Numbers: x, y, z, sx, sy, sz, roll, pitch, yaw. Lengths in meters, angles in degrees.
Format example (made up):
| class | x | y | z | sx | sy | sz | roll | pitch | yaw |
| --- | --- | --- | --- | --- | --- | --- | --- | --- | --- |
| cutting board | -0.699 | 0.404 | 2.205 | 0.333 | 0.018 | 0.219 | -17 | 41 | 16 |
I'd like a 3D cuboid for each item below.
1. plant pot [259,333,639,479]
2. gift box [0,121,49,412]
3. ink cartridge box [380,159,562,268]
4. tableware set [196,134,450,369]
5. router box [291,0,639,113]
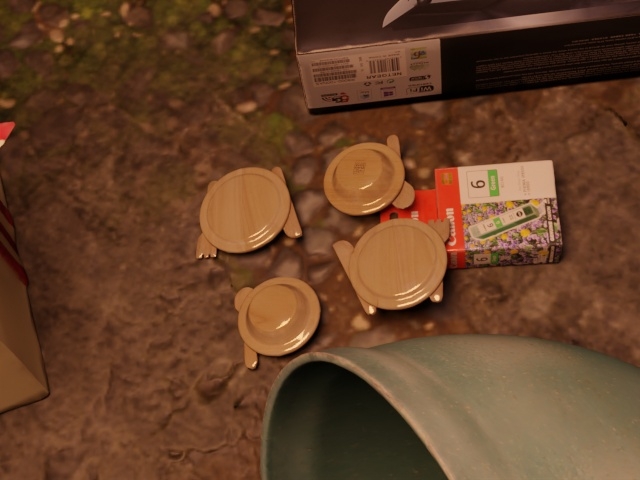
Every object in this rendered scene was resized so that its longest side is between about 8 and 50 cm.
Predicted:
| class | x | y | z | sx | sy | sz | roll | pitch | yaw |
| --- | --- | --- | --- | --- | --- | --- | --- | --- | --- |
| plant pot | 0.119 | 0.171 | 0.619 | 0.196 | 0.293 | 0.293 | -14 | 62 | -22 |
| gift box | -0.302 | -0.026 | 0.754 | 0.276 | 0.258 | 0.255 | -23 | 65 | -4 |
| ink cartridge box | 0.096 | -0.015 | 0.832 | 0.115 | 0.029 | 0.062 | -4 | 64 | 4 |
| tableware set | 0.000 | 0.000 | 0.832 | 0.169 | 0.020 | 0.141 | -18 | 58 | 8 |
| router box | 0.128 | -0.227 | 0.901 | 0.309 | 0.081 | 0.242 | -6 | 64 | 3 |
